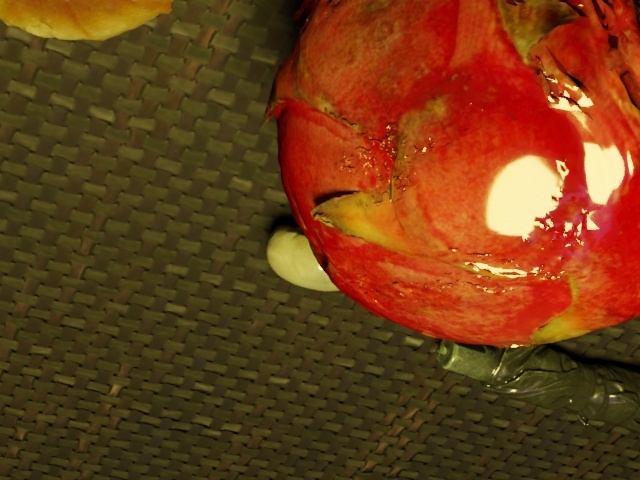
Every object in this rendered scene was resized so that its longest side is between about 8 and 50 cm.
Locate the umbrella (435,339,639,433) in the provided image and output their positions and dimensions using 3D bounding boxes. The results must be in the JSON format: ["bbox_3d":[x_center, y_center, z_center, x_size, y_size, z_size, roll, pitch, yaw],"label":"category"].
[{"bbox_3d":[0.214,0.127,1.186,0.235,0.059,0.066,18,107,-19],"label":"umbrella"}]

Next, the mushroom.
[{"bbox_3d":[0.000,0.000,1.039,0.085,0.085,0.079,13,91,-17],"label":"mushroom"}]

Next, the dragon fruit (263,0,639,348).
[{"bbox_3d":[0.118,-0.077,0.822,0.301,0.296,0.295,-10,141,42],"label":"dragon fruit"}]

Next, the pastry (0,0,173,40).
[{"bbox_3d":[-0.153,-0.217,0.786,0.182,0.093,0.192,25,128,-24],"label":"pastry"}]
